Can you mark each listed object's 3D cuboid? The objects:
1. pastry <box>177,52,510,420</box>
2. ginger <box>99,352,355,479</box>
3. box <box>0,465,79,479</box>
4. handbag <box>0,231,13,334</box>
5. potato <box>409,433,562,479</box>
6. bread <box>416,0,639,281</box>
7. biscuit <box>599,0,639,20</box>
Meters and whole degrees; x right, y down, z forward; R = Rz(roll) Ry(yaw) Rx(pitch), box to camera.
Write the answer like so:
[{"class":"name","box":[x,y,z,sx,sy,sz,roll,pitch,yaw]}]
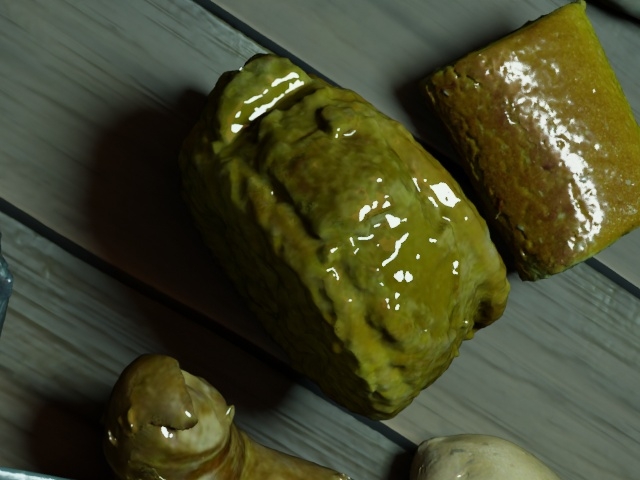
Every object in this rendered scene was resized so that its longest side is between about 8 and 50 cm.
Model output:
[{"class":"pastry","box":[0.000,0.000,1.083,0.132,0.240,0.235,-46,100,-17]},{"class":"ginger","box":[-0.025,0.182,1.105,0.309,0.133,0.107,38,60,-24]},{"class":"box","box":[-0.183,0.184,1.074,0.099,0.054,0.074,14,80,-22]},{"class":"handbag","box":[-0.282,0.071,0.990,0.175,0.088,0.270,13,107,-19]},{"class":"potato","box":[0.126,0.196,1.185,0.147,0.112,0.112,46,68,-19]},{"class":"bread","box":[0.163,-0.070,1.236,0.132,0.103,0.172,-29,94,-25]},{"class":"biscuit","box":[0.278,-0.326,1.324,0.332,0.103,0.332,3,82,-25]}]
